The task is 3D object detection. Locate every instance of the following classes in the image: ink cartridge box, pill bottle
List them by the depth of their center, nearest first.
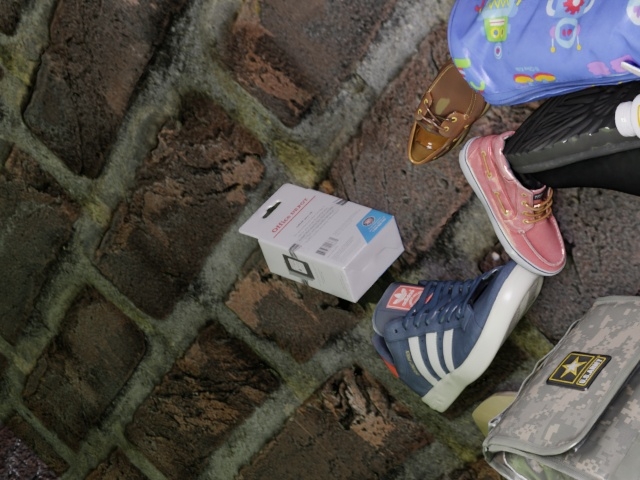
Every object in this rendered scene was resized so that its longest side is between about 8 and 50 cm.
[{"bbox_3d":[0.297,-0.108,1.564,0.083,0.043,0.043,-4,126,43],"label":"pill bottle"},{"bbox_3d":[0.000,0.000,2.237,0.180,0.104,0.060,19,144,39],"label":"ink cartridge box"}]

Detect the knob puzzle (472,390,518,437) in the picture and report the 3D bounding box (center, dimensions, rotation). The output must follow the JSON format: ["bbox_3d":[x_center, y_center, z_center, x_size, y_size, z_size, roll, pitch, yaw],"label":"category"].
[{"bbox_3d":[0.277,0.250,2.281,0.213,0.030,0.213,32,149,21],"label":"knob puzzle"}]

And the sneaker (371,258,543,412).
[{"bbox_3d":[0.144,0.091,2.139,0.148,0.131,0.350,38,151,4],"label":"sneaker"}]

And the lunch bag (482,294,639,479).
[{"bbox_3d":[0.342,0.199,1.919,0.287,0.235,0.169,29,153,25],"label":"lunch bag"}]

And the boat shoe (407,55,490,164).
[{"bbox_3d":[0.135,-0.136,1.931,0.064,0.060,0.178,40,151,9],"label":"boat shoe"}]

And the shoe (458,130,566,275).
[{"bbox_3d":[0.222,-0.038,1.942,0.178,0.063,0.081,56,155,-11],"label":"shoe"}]

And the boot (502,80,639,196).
[{"bbox_3d":[0.350,-0.034,1.713,0.348,0.131,0.260,-5,124,54],"label":"boot"}]

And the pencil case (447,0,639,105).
[{"bbox_3d":[0.247,-0.190,1.646,0.119,0.133,0.306,29,162,-32],"label":"pencil case"}]
